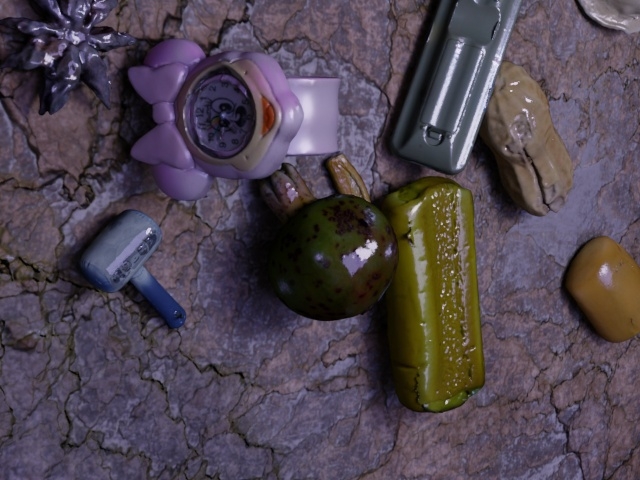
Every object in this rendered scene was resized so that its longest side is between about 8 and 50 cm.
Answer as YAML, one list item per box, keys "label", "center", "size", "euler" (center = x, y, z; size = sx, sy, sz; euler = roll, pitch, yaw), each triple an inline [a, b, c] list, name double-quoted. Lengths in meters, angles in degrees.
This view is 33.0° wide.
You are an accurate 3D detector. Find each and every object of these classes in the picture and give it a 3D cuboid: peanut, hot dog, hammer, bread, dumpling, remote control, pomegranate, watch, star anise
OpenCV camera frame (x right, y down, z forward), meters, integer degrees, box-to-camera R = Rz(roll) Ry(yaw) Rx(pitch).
- label: "peanut"
  center: [0.338, -0.165, 1.795]
  size: [0.130, 0.130, 0.290]
  euler: [-45, 123, -22]
- label: "hot dog"
  center: [0.050, -0.075, 1.654]
  size: [0.044, 0.028, 0.137]
  euler: [-30, 115, -1]
- label: "hammer"
  center: [-0.233, 0.053, 1.448]
  size: [0.116, 0.069, 0.194]
  euler: [-51, 132, -19]
- label: "bread"
  center: [0.551, 0.096, 2.022]
  size: [0.217, 0.098, 0.147]
  euler: [44, 75, -32]
- label: "dumpling"
  center: [0.535, -0.463, 1.901]
  size: [0.252, 0.131, 0.179]
  euler: [16, 112, -29]
- label: "remote control"
  center: [0.216, -0.274, 1.691]
  size: [0.128, 0.065, 0.335]
  euler: [19, 85, 4]
- label: "pomegranate"
  center: [0.000, 0.000, 1.538]
  size: [0.202, 0.202, 0.248]
  euler: [-37, 91, -26]
- label: "watch"
  center: [-0.099, -0.159, 1.444]
  size: [0.217, 0.248, 0.211]
  euler: [-13, 106, -62]
- label: "star anise"
  center: [-0.305, -0.250, 1.335]
  size: [0.180, 0.061, 0.204]
  euler: [34, 77, -36]
- label: "bread"
  center: [0.171, 0.088, 1.721]
  size: [0.166, 0.112, 0.384]
  euler: [-15, 106, -31]
